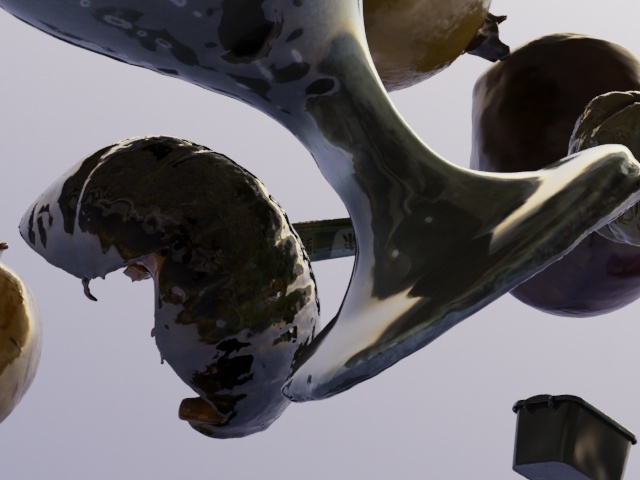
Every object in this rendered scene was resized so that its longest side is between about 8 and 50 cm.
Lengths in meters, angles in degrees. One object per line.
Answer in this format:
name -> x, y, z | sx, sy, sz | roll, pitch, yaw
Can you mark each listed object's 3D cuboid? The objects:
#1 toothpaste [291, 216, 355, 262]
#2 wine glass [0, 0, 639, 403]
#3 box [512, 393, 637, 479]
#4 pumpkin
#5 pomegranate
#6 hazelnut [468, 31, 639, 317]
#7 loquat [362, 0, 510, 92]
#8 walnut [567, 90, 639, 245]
toothpaste -> 0.000, 0.000, 1.540 | 0.204, 0.049, 0.031 | -7, -174, 11
wine glass -> -0.028, -0.082, 0.466 | 0.241, 0.126, 0.126 | 55, -144, -3
box -> 0.240, 0.202, 1.697 | 0.084, 0.069, 0.122 | -12, 144, 45
pumpkin -> -0.067, 0.010, 0.961 | 0.183, 0.107, 0.119 | 44, -142, 4
pomegranate -> -0.355, 0.078, 1.594 | 0.215, 0.215, 0.215 | 8, -151, -4
hazelnut -> 0.233, -0.060, 1.558 | 0.217, 0.251, 0.217 | -14, 176, -1
loquat -> 0.051, -0.211, 1.449 | 0.246, 0.213, 0.213 | 26, -157, -20
walnut -> 0.178, -0.040, 0.993 | 0.092, 0.092, 0.092 | 8, -151, -4
